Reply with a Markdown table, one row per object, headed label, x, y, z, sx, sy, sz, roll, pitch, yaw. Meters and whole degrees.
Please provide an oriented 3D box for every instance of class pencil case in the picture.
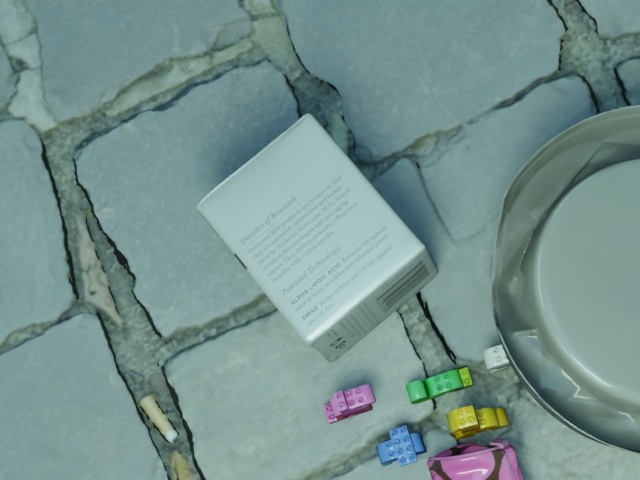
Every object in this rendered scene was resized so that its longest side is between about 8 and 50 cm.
| label | x | y | z | sx | sy | sz | roll | pitch | yaw |
| --- | --- | --- | --- | --- | --- | --- | --- | --- | --- |
| pencil case | 0.176 | 0.297 | 1.792 | 0.098 | 0.095 | 0.209 | -27 | 74 | 34 |

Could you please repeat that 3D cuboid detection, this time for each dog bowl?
| label | x | y | z | sx | sy | sz | roll | pitch | yaw |
| --- | --- | --- | --- | --- | --- | --- | --- | --- | --- |
| dog bowl | 0.326 | 0.047 | 1.782 | 0.348 | 0.102 | 0.349 | 1 | 73 | -4 |

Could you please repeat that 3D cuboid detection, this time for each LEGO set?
| label | x | y | z | sx | sy | sz | roll | pitch | yaw |
| --- | --- | --- | --- | --- | --- | --- | --- | --- | --- |
| LEGO set | 0.118 | 0.166 | 1.824 | 0.227 | 0.093 | 0.087 | -19 | 77 | 4 |

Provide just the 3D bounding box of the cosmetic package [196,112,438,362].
| label | x | y | z | sx | sy | sz | roll | pitch | yaw |
| --- | --- | --- | --- | --- | --- | --- | --- | --- | --- |
| cosmetic package | 0.000 | 0.000 | 1.846 | 0.151 | 0.151 | 0.184 | -40 | 75 | 0 |
